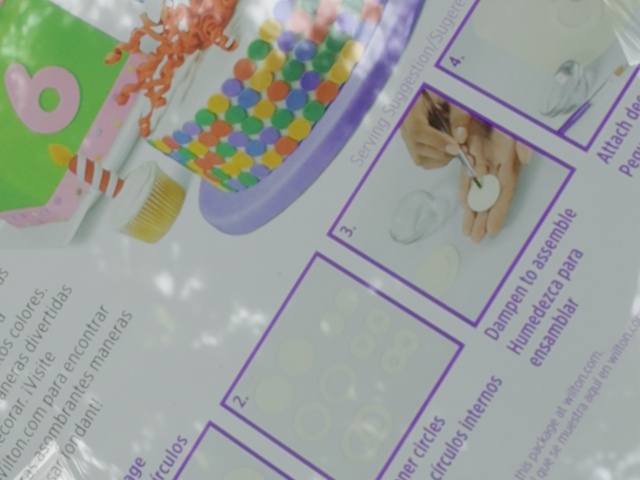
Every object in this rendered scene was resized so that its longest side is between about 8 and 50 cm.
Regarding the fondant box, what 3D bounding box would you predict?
[{"bbox_3d":[0.000,0.000,0.512,0.330,0.096,0.238,32,90,20],"label":"fondant box"}]
